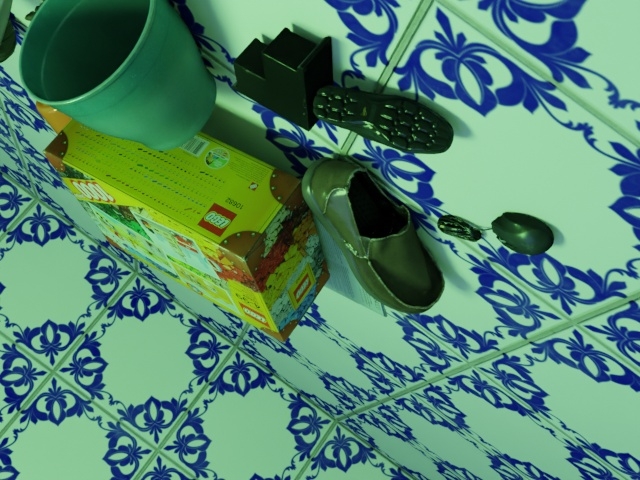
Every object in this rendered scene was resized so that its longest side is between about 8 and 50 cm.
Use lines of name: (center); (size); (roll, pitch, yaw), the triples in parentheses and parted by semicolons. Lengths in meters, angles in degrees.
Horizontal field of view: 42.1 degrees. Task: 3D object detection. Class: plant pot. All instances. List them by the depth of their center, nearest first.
plant pot: (-0.316, -0.289, 1.417); (0.272, 0.271, 0.255); (22, 171, 35)

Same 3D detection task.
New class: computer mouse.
computer mouse: (0.272, -0.010, 1.342); (0.071, 0.041, 0.242); (46, 158, -27)

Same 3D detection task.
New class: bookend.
bookend: (-0.064, -0.269, 1.278); (0.157, 0.072, 0.156); (31, 158, 18)

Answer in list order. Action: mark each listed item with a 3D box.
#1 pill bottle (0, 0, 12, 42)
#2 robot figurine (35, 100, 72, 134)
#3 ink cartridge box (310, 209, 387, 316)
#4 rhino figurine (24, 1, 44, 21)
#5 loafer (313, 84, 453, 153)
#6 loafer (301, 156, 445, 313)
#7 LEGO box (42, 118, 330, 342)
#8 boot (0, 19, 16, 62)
pill bottle: (-0.799, -0.468, 1.556); (0.392, 0.224, 0.224); (20, 165, -17)
robot figurine: (-0.587, -0.302, 1.982); (0.158, 0.128, 0.219); (13, 150, 34)
ink cartridge box: (0.000, 0.000, 1.771); (0.330, 0.071, 0.324); (24, 156, 24)
rhino figurine: (-0.541, -0.425, 1.684); (0.106, 0.073, 0.243); (57, 171, -33)
loafer: (0.096, -0.180, 1.231); (0.223, 0.076, 0.078); (20, -169, 23)
loafer: (0.112, 0.003, 1.496); (0.366, 0.134, 0.130); (46, 158, -24)
LEGO box: (-0.256, -0.050, 1.689); (0.500, 0.193, 0.372); (27, 158, 23)
boot: (-0.828, -0.474, 1.988); (0.348, 0.131, 0.260); (42, 155, 18)
